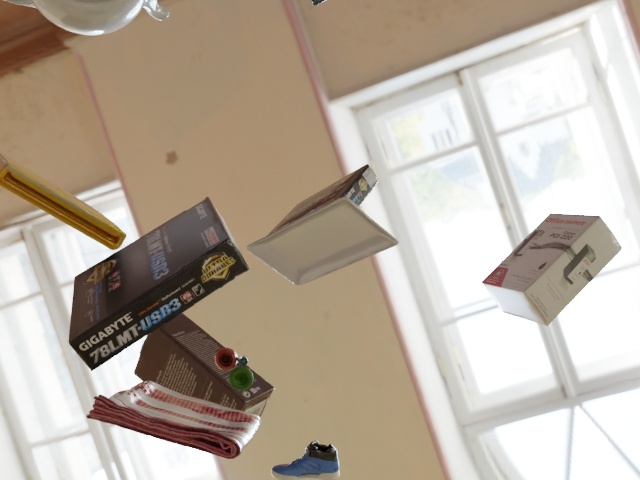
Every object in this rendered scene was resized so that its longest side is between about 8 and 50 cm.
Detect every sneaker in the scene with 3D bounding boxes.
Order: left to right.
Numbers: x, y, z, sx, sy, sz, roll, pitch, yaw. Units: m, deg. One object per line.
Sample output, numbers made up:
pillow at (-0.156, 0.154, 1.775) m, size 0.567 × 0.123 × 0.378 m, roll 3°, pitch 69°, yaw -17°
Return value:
sneaker at (-0.035, 0.486, 1.615) m, size 0.152 × 0.084 × 0.058 m, roll -1°, pitch -173°, yaw 7°

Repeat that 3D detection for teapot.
teapot at (-0.467, -0.501, 1.430) m, size 0.252 × 0.256 × 0.187 m, roll -48°, pitch -177°, yaw -25°

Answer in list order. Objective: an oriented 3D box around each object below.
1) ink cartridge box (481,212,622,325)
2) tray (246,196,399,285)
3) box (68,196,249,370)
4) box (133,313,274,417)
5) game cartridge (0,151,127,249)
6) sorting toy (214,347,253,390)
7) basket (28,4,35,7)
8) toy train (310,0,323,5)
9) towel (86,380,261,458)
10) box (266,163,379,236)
ink cartridge box at (0.445, 0.049, 1.404) m, size 0.218 × 0.092 × 0.158 m, roll -41°, pitch -165°, yaw -12°
tray at (0.000, 0.000, 1.327) m, size 0.270 × 0.145 × 0.030 m, roll -25°, pitch -141°, yaw 40°
box at (-0.283, 0.058, 1.242) m, size 0.293 × 0.073 × 0.295 m, roll -33°, pitch -157°, yaw -3°
box at (-0.332, 0.392, 2.030) m, size 0.143 × 0.381 × 0.191 m, roll -14°, pitch 133°, yaw -57°
game cartridge at (-0.595, -0.095, 1.605) m, size 0.052 × 0.285 × 0.324 m, roll -58°, pitch -149°, yaw -6°
sorting toy at (-0.181, 0.270, 1.553) m, size 0.061 × 0.102 × 0.042 m, roll -37°, pitch -177°, yaw -4°
basket at (-0.727, -0.768, 1.688) m, size 0.331 × 0.328 × 0.266 m, roll 9°, pitch 149°, yaw -25°
toy train at (-0.021, -0.493, 1.222) m, size 0.080 × 0.105 × 0.184 m, roll -28°, pitch 148°, yaw -1°
towel at (-0.226, 0.292, 1.223) m, size 0.237 × 0.037 × 0.329 m, roll 16°, pitch 175°, yaw 3°
box at (0.004, -0.065, 1.548) m, size 0.220 × 0.051 × 0.175 m, roll -27°, pitch -165°, yaw 37°
